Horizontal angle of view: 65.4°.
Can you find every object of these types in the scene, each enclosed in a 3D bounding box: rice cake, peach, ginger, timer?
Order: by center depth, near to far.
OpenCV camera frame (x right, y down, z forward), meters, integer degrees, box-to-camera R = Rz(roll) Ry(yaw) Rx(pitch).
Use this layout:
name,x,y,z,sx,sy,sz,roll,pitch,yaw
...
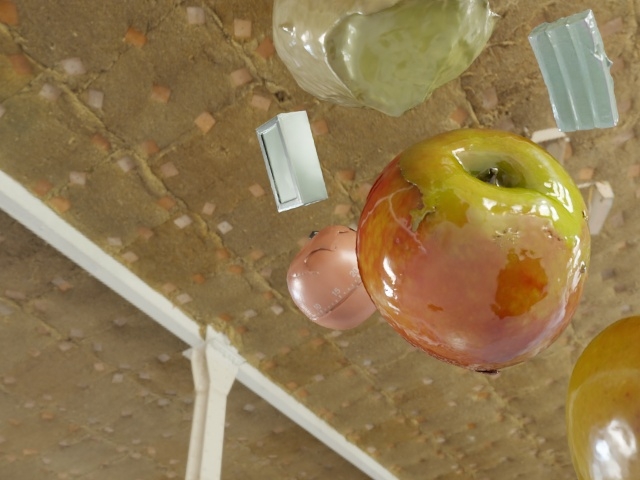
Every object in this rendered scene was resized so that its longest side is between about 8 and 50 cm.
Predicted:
name,x,y,z,sx,sy,sz,roll,pitch,yaw
ginger,0.048,-0.169,0.396,0.152,0.267,0.138,21,-58,2
peach,0.220,0.025,0.762,0.369,0.370,0.370,-3,-48,-3
rice cake,0.512,-0.328,0.999,0.127,0.043,0.237,0,-52,47
timer,0.038,0.086,1.165,0.229,0.230,0.215,-38,-81,25

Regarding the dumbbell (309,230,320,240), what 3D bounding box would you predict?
name,x,y,z,sx,sy,sz,roll,pitch,yaw
dumbbell,0.000,0.000,1.358,0.036,0.083,0.040,31,-87,-30

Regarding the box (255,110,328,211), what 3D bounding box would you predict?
name,x,y,z,sx,sy,sz,roll,pitch,yaw
box,-0.076,-0.197,1.270,0.086,0.225,0.129,-17,3,-34

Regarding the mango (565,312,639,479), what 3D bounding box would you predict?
name,x,y,z,sx,sy,sz,roll,pitch,yaw
mango,0.419,0.232,0.395,0.232,0.446,0.300,-2,-50,-47
